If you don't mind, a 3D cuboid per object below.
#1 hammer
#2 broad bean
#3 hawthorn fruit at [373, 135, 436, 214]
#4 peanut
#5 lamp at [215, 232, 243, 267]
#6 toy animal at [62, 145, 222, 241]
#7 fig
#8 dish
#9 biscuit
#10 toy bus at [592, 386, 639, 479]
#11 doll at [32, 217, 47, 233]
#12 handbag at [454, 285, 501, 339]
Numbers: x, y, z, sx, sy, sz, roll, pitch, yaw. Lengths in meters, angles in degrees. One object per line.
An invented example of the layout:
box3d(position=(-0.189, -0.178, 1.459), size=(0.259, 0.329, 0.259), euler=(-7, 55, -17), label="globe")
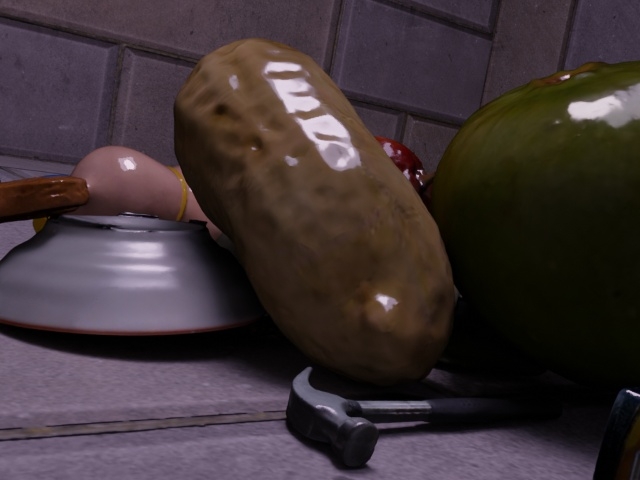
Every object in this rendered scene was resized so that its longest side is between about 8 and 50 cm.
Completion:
box3d(position=(0.084, 0.121, 0.544), size=(0.246, 0.029, 0.103), euler=(7, 7, -36), label="hammer")
box3d(position=(0.078, 0.091, 0.724), size=(0.297, 0.043, 0.060), euler=(9, 27, -4), label="broad bean")
box3d(position=(0.087, -0.055, 1.171), size=(0.249, 0.215, 0.215), euler=(-25, -12, 28), label="hawthorn fruit")
box3d(position=(-0.015, -0.032, 0.673), size=(0.169, 0.192, 0.387), euler=(-24, 55, -11), label="peanut")
box3d(position=(-0.122, 0.028, 0.843), size=(0.163, 0.091, 0.091), euler=(-3, 5, 5), label="lamp")
box3d(position=(-0.207, -0.034, 0.897), size=(0.165, 0.149, 0.248), euler=(-7, -4, 36), label="toy animal")
box3d(position=(0.258, 0.000, 0.666), size=(0.316, 0.316, 0.316), euler=(10, 6, -1), label="fig")
box3d(position=(-0.176, 0.018, 0.686), size=(0.260, 0.085, 0.260), euler=(4, 6, 0), label="dish")
box3d(position=(-0.364, -0.022, 0.637), size=(0.324, 0.049, 0.205), euler=(-13, 5, -24), label="biscuit")
box3d(position=(0.231, 0.129, 0.382), size=(0.201, 0.098, 0.114), euler=(6, 7, -41), label="toy bus")
box3d(position=(-0.270, -0.035, 1.085), size=(0.103, 0.145, 0.316), euler=(46, 23, 13), label="doll")
box3d(position=(0.098, 0.022, 0.886), size=(0.316, 0.109, 0.253), euler=(29, 12, 9), label="handbag")
